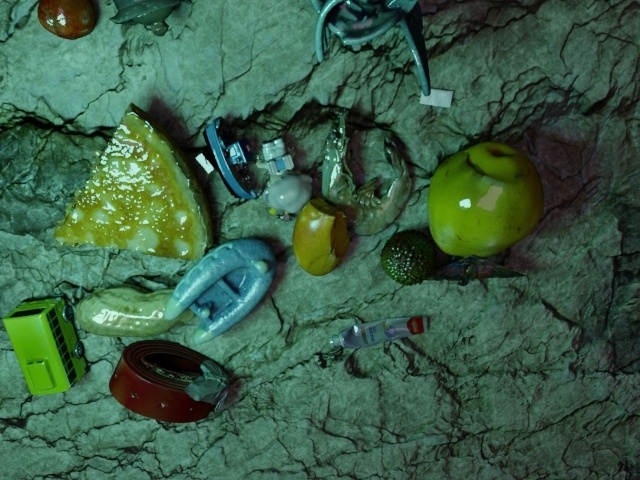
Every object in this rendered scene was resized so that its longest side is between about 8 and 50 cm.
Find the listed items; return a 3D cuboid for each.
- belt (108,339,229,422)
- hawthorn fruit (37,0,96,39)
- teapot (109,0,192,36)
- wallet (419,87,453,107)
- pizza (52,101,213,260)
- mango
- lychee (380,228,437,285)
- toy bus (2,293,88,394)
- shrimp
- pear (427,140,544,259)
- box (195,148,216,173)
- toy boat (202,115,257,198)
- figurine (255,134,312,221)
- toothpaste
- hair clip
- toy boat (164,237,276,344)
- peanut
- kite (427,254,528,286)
[{"bbox_3d":[-0.416,0.394,1.412,0.324,0.227,0.115,22,107,-30],"label":"belt"},{"bbox_3d":[-0.590,-0.526,1.159,0.128,0.128,0.128,-1,108,-3],"label":"hawthorn fruit"},{"bbox_3d":[-0.387,-0.616,1.127,0.223,0.305,0.285,2,121,35],"label":"teapot"},{"bbox_3d":[0.304,-0.374,1.309,0.083,0.011,0.044,7,108,-6],"label":"wallet"},{"bbox_3d":[-0.510,-0.104,1.296,0.406,0.130,0.440,-19,118,4],"label":"pizza"},{"bbox_3d":[0.000,0.000,1.345,0.154,0.126,0.252,-28,141,-29],"label":"mango"},{"bbox_3d":[0.238,0.051,1.355,0.171,0.171,0.171,-1,108,-3],"label":"lychee"},{"bbox_3d":[-0.765,0.299,1.399,0.128,0.150,0.262,-8,109,1],"label":"toy bus"},{"bbox_3d":[0.118,-0.179,1.332,0.247,0.085,0.360,-17,113,-4],"label":"shrimp"},{"bbox_3d":[0.416,-0.082,1.276,0.285,0.285,0.336,-14,117,2],"label":"pear"},{"bbox_3d":[-0.291,-0.206,1.294,0.023,0.082,0.051,-34,106,10],"label":"box"},{"bbox_3d":[-0.219,-0.211,1.288,0.097,0.100,0.223,-16,108,20],"label":"toy boat"},{"bbox_3d":[-0.091,-0.157,1.307,0.137,0.112,0.229,-22,108,-18],"label":"figurine"},{"bbox_3d":[0.175,0.277,1.498,0.301,0.048,0.075,-11,104,-2],"label":"toothpaste"},{"bbox_3d":[0.110,-0.544,1.078,0.238,0.318,0.392,-2,137,12],"label":"hair clip"},{"bbox_3d":[-0.247,0.134,1.337,0.330,0.123,0.215,-41,121,-10],"label":"toy boat"},{"bbox_3d":[-0.504,0.193,1.388,0.325,0.140,0.153,-6,69,-9],"label":"peanut"},{"bbox_3d":[0.415,0.082,1.382,0.321,0.016,0.234,-4,153,11],"label":"kite"}]
